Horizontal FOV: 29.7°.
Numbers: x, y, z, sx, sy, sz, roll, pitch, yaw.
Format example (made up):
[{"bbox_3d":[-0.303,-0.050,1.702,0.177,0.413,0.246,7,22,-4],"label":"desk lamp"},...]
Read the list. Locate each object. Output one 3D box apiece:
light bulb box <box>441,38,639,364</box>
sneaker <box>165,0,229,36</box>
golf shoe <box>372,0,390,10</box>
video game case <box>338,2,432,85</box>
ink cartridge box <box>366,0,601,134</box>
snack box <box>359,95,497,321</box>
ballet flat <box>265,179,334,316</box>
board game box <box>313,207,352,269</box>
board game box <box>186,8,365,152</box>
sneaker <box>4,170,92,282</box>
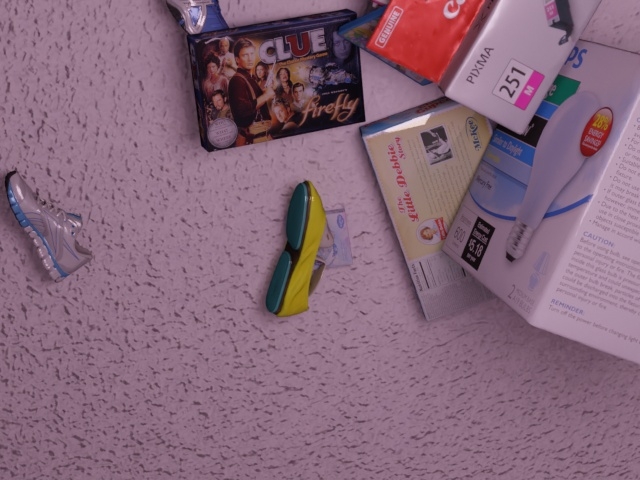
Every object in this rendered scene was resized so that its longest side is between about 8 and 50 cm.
[{"bbox_3d":[0.382,-0.067,1.635,0.225,0.358,0.361,20,99,-18],"label":"light bulb box"},{"bbox_3d":[-0.179,-0.357,1.696,0.081,0.080,0.211,-31,110,14],"label":"sneaker"},{"bbox_3d":[0.086,-0.393,1.673,0.306,0.115,0.140,23,105,-12],"label":"golf shoe"},{"bbox_3d":[0.123,-0.273,1.702,0.166,0.119,0.015,26,67,-31],"label":"video game case"},{"bbox_3d":[0.230,-0.313,1.594,0.239,0.060,0.275,25,106,-16],"label":"ink cartridge box"},{"bbox_3d":[0.197,-0.052,1.834,0.187,0.060,0.322,-19,111,4],"label":"snack box"},{"bbox_3d":[-0.022,0.014,1.836,0.077,0.077,0.231,5,116,-23],"label":"ballet flat"},{"bbox_3d":[0.000,0.000,1.872,0.090,0.020,0.090,-7,112,4],"label":"board game box"},{"bbox_3d":[-0.060,-0.230,1.727,0.243,0.042,0.165,-13,113,-17],"label":"board game box"},{"bbox_3d":[-0.409,-0.032,1.833,0.083,0.071,0.191,-25,118,2],"label":"sneaker"}]
